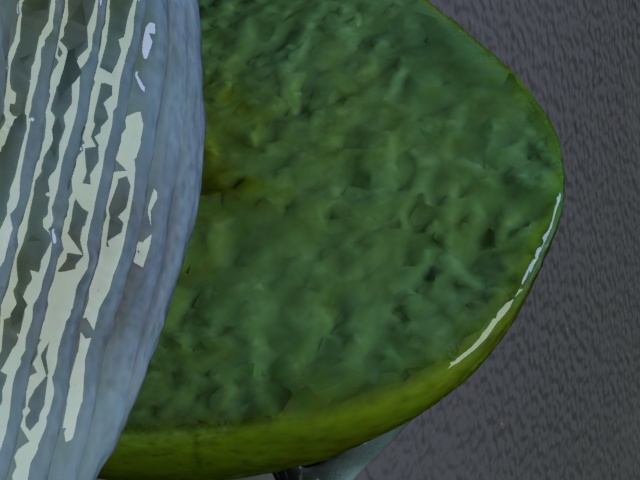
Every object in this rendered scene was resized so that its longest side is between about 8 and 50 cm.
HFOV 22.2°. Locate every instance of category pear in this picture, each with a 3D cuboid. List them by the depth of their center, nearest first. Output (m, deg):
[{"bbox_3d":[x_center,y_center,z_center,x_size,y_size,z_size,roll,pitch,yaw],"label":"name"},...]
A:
[{"bbox_3d":[0.000,0.005,0.742,0.139,0.239,0.288,63,40,-44],"label":"pear"}]

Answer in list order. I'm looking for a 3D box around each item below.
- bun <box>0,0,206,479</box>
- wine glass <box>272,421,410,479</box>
[{"bbox_3d":[-0.181,-0.047,0.406,0.362,0.211,0.362,5,90,-65],"label":"bun"},{"bbox_3d":[0.001,0.089,0.880,0.126,0.126,0.241,24,72,-62],"label":"wine glass"}]
